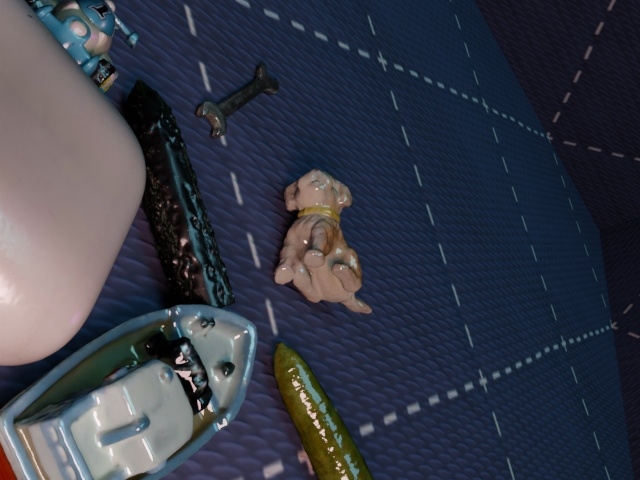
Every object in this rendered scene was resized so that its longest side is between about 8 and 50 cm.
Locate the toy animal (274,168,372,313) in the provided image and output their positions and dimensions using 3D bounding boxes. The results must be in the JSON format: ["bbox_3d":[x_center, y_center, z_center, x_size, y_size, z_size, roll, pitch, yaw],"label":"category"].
[{"bbox_3d":[0.014,-0.001,1.265,0.184,0.104,0.185,39,35,-43],"label":"toy animal"}]

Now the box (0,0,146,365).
[{"bbox_3d":[-0.296,-0.087,0.703,0.349,0.141,0.289,52,32,-31],"label":"box"}]

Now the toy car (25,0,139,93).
[{"bbox_3d":[-0.241,-0.217,0.876,0.126,0.098,0.161,46,-9,-17],"label":"toy car"}]

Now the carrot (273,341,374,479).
[{"bbox_3d":[0.023,0.291,1.110,0.358,0.074,0.074,65,27,-3],"label":"carrot"}]

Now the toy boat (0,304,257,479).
[{"bbox_3d":[-0.154,0.143,0.811,0.145,0.133,0.332,66,27,-3],"label":"toy boat"}]

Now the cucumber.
[{"bbox_3d":[-0.171,-0.049,0.989,0.072,0.072,0.300,-6,75,-62],"label":"cucumber"}]

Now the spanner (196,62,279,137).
[{"bbox_3d":[-0.114,-0.207,1.260,0.054,0.015,0.254,60,28,-13],"label":"spanner"}]
